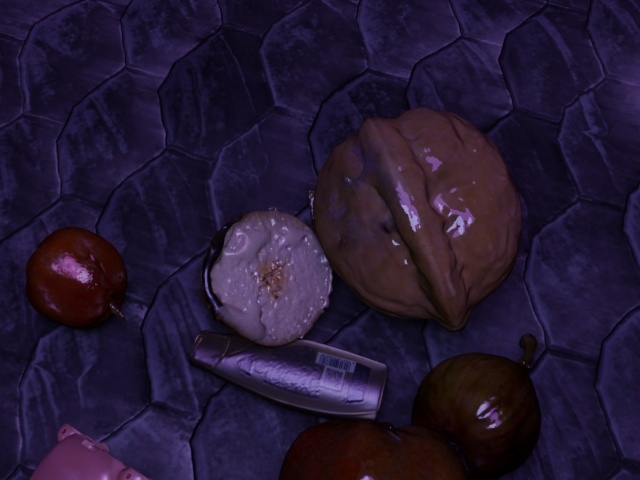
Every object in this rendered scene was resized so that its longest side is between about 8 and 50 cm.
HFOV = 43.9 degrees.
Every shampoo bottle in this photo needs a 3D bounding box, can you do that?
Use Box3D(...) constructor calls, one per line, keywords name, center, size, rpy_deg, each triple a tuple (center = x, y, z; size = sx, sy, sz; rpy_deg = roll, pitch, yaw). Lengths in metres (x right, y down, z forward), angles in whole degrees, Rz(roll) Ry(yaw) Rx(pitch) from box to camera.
Box3D(name="shampoo bottle", center=(-0.059, 0.233, 1.413), size=(0.349, 0.084, 0.126), rpy_deg=(13, 63, 5))

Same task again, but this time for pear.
Box3D(name="pear", center=(-0.127, 0.077, 1.443), size=(0.266, 0.178, 0.267), rpy_deg=(9, 74, -34))

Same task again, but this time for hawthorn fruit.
Box3D(name="hawthorn fruit", center=(0.079, 0.427, 1.211), size=(0.308, 0.308, 0.325), rpy_deg=(0, 44, -1))
Box3D(name="hawthorn fruit", center=(-0.425, 0.080, 1.425), size=(0.200, 0.179, 0.179), rpy_deg=(38, 69, 15))

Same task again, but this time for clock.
Box3D(name="clock", center=(-0.391, 0.438, 1.247), size=(0.227, 0.142, 0.241), rpy_deg=(20, 67, 35))

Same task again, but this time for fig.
Box3D(name="fig", center=(0.304, 0.252, 1.370), size=(0.217, 0.217, 0.321), rpy_deg=(36, 51, 14))

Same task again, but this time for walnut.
Box3D(name="walnut", center=(0.175, -0.046, 1.396), size=(0.383, 0.384, 0.384), rpy_deg=(1, 65, -1))

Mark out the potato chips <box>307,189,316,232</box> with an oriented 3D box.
Box3D(name="potato chips", center=(0.000, 0.000, 1.553), size=(0.026, 0.037, 0.204), rpy_deg=(-10, 71, 5))
